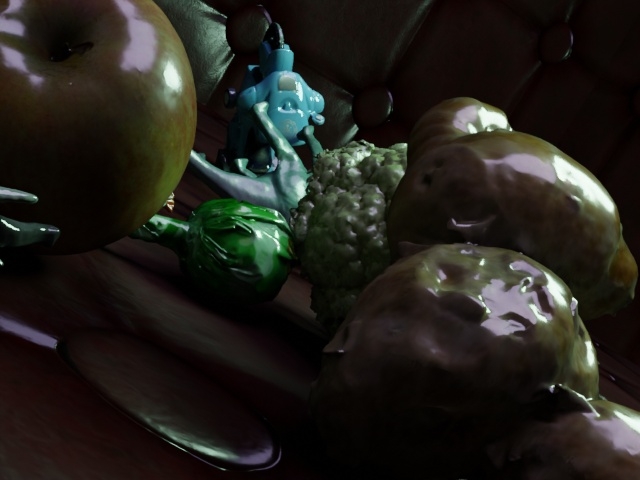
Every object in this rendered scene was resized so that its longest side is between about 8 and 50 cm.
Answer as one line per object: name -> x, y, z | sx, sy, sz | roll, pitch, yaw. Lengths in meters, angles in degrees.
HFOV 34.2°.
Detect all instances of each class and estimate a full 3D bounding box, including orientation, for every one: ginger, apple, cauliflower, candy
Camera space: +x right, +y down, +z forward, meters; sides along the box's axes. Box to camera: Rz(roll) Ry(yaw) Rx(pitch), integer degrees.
ginger -> 0.124, 0.048, 0.738 | 0.256, 0.176, 0.375 | 14, 50, -9
apple -> -0.177, -0.083, 0.690 | 0.188, 0.188, 0.174 | 32, -34, 11
cauliflower -> 0.090, 0.045, 0.970 | 0.272, 0.275, 0.250 | 17, -33, -4
candy -> -0.167, -0.020, 0.835 | 0.323, 0.097, 0.097 | 18, 12, -25

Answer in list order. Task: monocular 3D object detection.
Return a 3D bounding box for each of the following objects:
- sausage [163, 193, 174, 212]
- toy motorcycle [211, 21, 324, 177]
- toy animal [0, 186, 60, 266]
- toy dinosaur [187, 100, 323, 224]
sausage -> -0.221, -0.073, 0.910 | 0.264, 0.083, 0.083 | 26, 9, -48
toy motorcycle -> -0.080, -0.161, 1.488 | 0.123, 0.272, 0.182 | 1, 47, -21
toy animal -> -0.255, -0.046, 0.519 | 0.269, 0.082, 0.137 | 28, 8, -19
toy dinosaur -> 0.000, 0.000, 1.256 | 0.331, 0.129, 0.383 | 54, 21, 13
